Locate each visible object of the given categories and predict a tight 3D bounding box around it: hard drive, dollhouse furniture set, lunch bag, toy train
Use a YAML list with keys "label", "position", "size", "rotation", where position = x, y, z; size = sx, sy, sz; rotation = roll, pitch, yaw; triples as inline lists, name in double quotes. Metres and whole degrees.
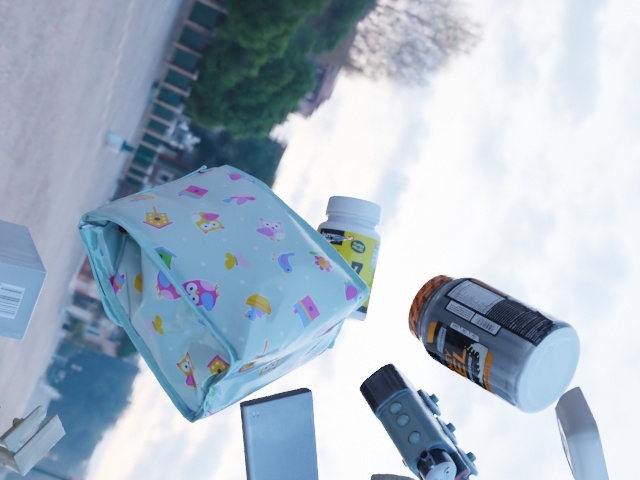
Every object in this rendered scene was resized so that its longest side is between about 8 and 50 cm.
- label: "hard drive"
  position: [-0.051, 0.261, 1.259]
  size: [0.022, 0.094, 0.135]
  rotation: [-157, -120, -63]
- label: "dollhouse furniture set"
  position: [-0.629, 0.359, 2.001]
  size: [0.123, 0.151, 0.144]
  rotation: [-47, 140, -39]
- label: "lunch bag"
  position: [-0.119, 0.037, 1.119]
  size: [0.223, 0.262, 0.160]
  rotation: [-25, 156, -41]
- label: "toy train"
  position: [0.207, 0.411, 2.113]
  size: [0.142, 0.190, 0.334]
  rotation: [-39, -137, 6]

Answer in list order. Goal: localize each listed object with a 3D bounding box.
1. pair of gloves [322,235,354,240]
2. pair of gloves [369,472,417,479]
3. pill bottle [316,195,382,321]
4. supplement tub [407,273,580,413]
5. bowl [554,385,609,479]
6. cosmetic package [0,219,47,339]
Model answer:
- label: "pair of gloves"
  position: [0.000, 0.000, 1.481]
  size: [0.083, 0.074, 0.010]
  rotation: [-4, -92, 33]
- label: "pair of gloves"
  position: [0.024, 0.424, 1.355]
  size: [0.240, 0.042, 0.204]
  rotation: [-12, -129, 26]
- label: "pill bottle"
  position: [0.042, 0.033, 1.763]
  size: [0.119, 0.119, 0.208]
  rotation: [159, -57, -75]
- label: "supplement tub"
  position: [0.335, 0.192, 1.967]
  size: [0.316, 0.193, 0.194]
  rotation: [28, -85, 44]
- label: "bowl"
  position: [0.419, 0.323, 1.607]
  size: [0.142, 0.053, 0.142]
  rotation: [-89, 164, -65]
- label: "cosmetic package"
  position: [-0.529, 0.055, 1.630]
  size: [0.238, 0.107, 0.127]
  rotation: [35, -74, 58]
